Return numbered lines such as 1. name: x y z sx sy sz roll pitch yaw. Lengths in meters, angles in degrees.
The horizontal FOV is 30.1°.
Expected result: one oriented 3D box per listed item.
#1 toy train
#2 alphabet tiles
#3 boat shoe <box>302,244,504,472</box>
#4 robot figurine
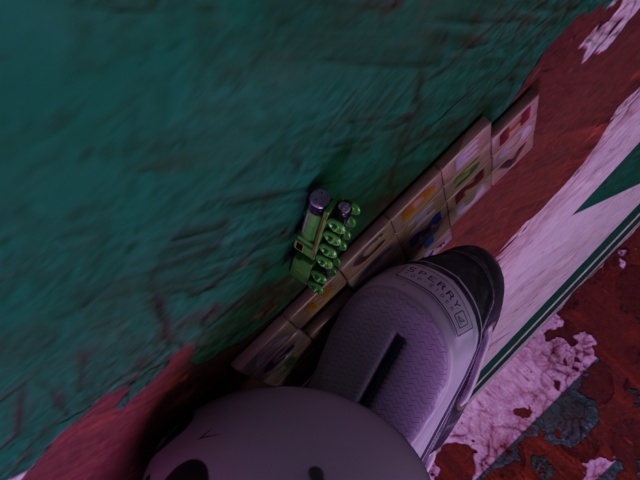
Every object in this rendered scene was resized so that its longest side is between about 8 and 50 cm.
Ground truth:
1. toy train: 0.000 0.000 0.547 0.017 0.023 0.083 -52 171 -26
2. alphabet tiles: 0.050 0.006 0.749 0.237 0.009 0.198 -44 166 -2
3. boat shoe: 0.033 0.140 0.813 0.119 0.121 0.335 -23 153 -48
4. robot figurine: -0.029 0.218 0.673 0.173 0.209 0.278 -27 130 -54
